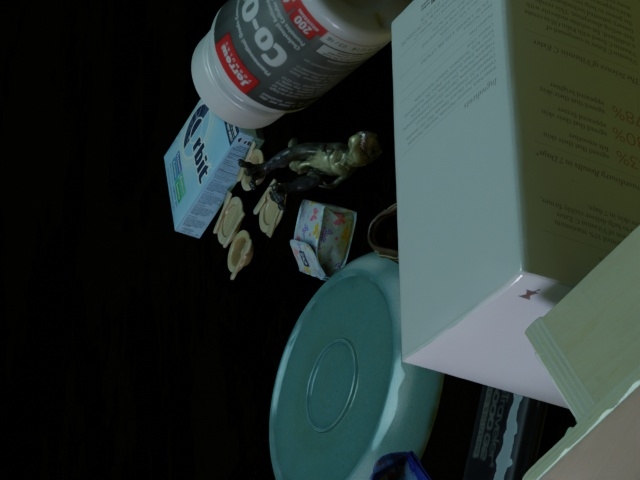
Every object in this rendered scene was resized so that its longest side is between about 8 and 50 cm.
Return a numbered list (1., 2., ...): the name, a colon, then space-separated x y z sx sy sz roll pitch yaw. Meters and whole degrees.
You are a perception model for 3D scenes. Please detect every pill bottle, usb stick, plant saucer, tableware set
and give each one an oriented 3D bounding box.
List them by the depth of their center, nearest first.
1. usb stick: 0.173 0.143 1.541 0.077 0.045 0.278 1 75 56
2. plant saucer: 0.026 0.156 1.820 0.317 0.044 0.317 -41 39 46
3. pill bottle: -0.030 -0.247 2.033 0.283 0.161 0.161 -34 45 51
4. tableware set: -0.092 -0.035 2.184 0.141 0.020 0.168 -61 28 21

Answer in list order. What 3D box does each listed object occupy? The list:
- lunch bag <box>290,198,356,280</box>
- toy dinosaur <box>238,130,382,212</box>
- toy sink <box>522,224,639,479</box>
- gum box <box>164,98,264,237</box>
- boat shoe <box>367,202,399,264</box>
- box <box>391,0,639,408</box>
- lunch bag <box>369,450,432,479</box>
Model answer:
1. lunch bag: 0.000 0.000 1.951 0.071 0.053 0.083 -159 80 -66
2. toy dinosaur: -0.021 -0.086 2.000 0.268 0.118 0.064 8 120 66
3. toy sink: 0.248 0.097 1.238 0.234 0.153 0.131 -47 33 14
4. gum box: -0.145 -0.122 2.314 0.184 0.041 0.157 -53 32 32
5. boat shoe: 0.121 -0.017 1.649 0.257 0.095 0.095 148 135 -62
6. box: 0.194 -0.058 1.433 0.168 0.215 0.345 -41 40 47
7. lunch bag: 0.060 0.340 1.522 0.293 0.138 0.221 -110 26 -63
